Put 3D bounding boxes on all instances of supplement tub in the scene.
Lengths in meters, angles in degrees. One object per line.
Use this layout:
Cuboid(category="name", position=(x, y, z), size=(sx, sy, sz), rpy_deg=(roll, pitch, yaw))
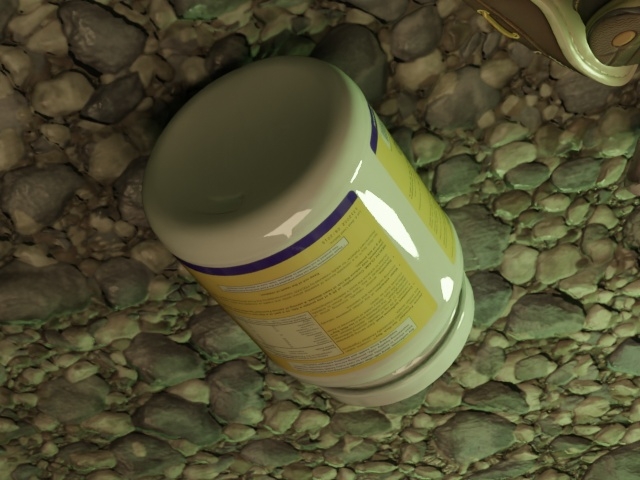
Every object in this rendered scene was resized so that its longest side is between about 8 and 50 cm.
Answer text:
Cuboid(category="supplement tub", position=(0.000, 0.000, 1.516), size=(0.241, 0.241, 0.331), rpy_deg=(-28, 134, 10))

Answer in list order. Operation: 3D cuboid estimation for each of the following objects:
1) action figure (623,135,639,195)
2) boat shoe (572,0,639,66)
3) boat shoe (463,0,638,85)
Cuboid(category="action figure", position=(0.517, -0.179, 1.549), size=(0.276, 0.248, 0.370), rpy_deg=(20, 142, 0))
Cuboid(category="boat shoe", position=(0.376, -0.266, 1.442), size=(0.355, 0.130, 0.132), rpy_deg=(-14, 165, -40))
Cuboid(category="boat shoe", position=(0.202, -0.246, 1.445), size=(0.324, 0.097, 0.116), rpy_deg=(29, 75, -44))
